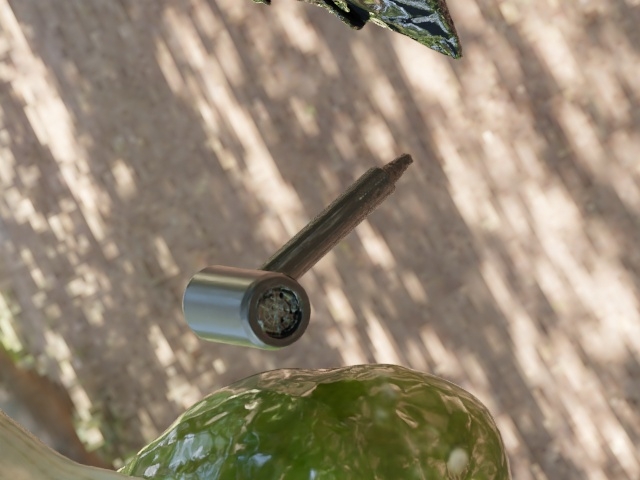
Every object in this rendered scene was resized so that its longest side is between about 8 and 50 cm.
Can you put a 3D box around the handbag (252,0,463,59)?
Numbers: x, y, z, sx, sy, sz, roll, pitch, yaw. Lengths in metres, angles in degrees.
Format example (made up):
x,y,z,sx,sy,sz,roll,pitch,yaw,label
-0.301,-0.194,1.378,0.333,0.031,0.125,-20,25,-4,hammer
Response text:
x,y,z,sx,sy,sz,roll,pitch,yaw,label
-0.024,-0.216,1.112,0.254,0.088,0.211,27,153,47,handbag

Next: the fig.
x,y,z,sx,sy,sz,roll,pitch,yaw,label
-0.017,0.198,1.172,0.314,0.233,0.233,-30,88,55,fig

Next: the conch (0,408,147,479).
x,y,z,sx,sy,sz,roll,pitch,yaw,label
-0.100,0.096,0.531,0.137,0.114,0.234,31,-172,25,conch

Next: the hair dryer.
x,y,z,sx,sy,sz,roll,pitch,yaw,label
0.000,0.000,1.604,0.070,0.255,0.128,54,160,-19,hair dryer
